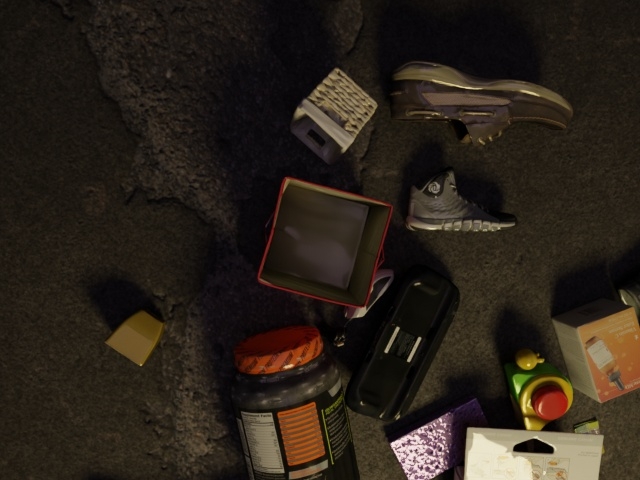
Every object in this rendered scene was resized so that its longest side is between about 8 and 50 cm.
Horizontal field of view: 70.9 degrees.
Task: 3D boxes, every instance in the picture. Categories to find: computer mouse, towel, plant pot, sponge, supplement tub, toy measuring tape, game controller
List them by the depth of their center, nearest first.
[{"bbox_3d":[-0.049,0.345,0.835,0.207,0.207,0.338,-11,94,-5],"label":"supplement tub"},{"bbox_3d":[-0.344,0.177,0.861,0.081,0.081,0.083,37,79,-7],"label":"plant pot"},{"bbox_3d":[0.070,0.121,0.896,0.042,0.106,0.193,43,80,-13],"label":"computer mouse"},{"bbox_3d":[0.168,0.208,0.898,0.166,0.067,0.319,29,86,-25],"label":"game controller"},{"bbox_3d":[0.475,0.368,0.944,0.121,0.121,0.330,-20,104,-4],"label":"toy measuring tape"},{"bbox_3d":[0.259,0.428,0.960,0.210,0.031,0.117,-26,96,-4],"label":"sponge"},{"bbox_3d":[0.604,0.448,1.008,0.060,0.009,0.083,-14,95,-4],"label":"towel"}]

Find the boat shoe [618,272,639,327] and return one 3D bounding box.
[{"bbox_3d":[0.742,0.225,0.967,0.119,0.121,0.335,-24,85,4],"label":"boat shoe"}]

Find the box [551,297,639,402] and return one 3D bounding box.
[{"bbox_3d":[0.596,0.229,0.952,0.130,0.091,0.170,-20,95,-4],"label":"box"}]

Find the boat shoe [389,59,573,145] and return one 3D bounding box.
[{"bbox_3d":[0.303,-0.253,0.886,0.355,0.132,0.130,13,102,2],"label":"boat shoe"}]

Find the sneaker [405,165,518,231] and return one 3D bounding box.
[{"bbox_3d":[0.287,-0.083,0.905,0.229,0.086,0.132,0,91,-5],"label":"sneaker"}]

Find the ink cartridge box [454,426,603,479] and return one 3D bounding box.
[{"bbox_3d":[0.417,0.490,0.920,0.275,0.060,0.239,3,95,2],"label":"ink cartridge box"}]

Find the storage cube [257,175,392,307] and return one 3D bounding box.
[{"bbox_3d":[0.000,0.000,0.825,0.215,0.193,0.183,14,92,-7],"label":"storage cube"}]

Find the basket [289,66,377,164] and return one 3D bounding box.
[{"bbox_3d":[0.022,-0.224,0.828,0.113,0.167,0.103,41,84,-7],"label":"basket"}]
